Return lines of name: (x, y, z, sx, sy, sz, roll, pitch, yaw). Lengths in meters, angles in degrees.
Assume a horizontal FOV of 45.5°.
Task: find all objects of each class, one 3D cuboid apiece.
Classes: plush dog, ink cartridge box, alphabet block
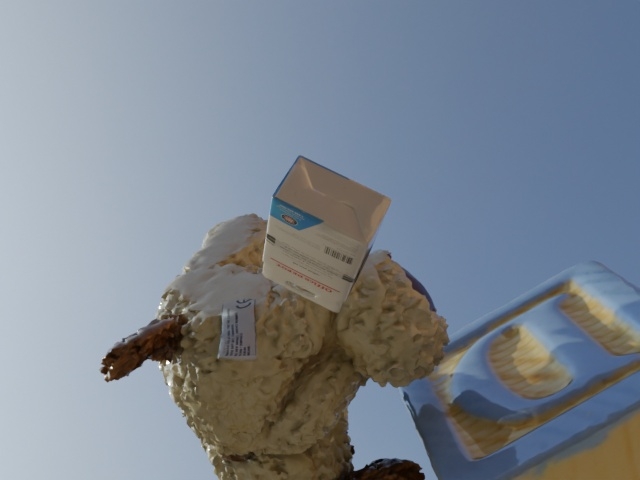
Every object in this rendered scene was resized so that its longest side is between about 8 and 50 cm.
plush dog: (-0.041, 0.127, 0.601, 0.262, 0.211, 0.225, 14, -52, 47)
ink cartridge box: (0.000, 0.000, 0.372, 0.048, 0.028, 0.083, 27, -28, 5)
alphabet block: (0.192, 0.162, 0.558, 0.193, 0.192, 0.197, -29, -73, 3)
